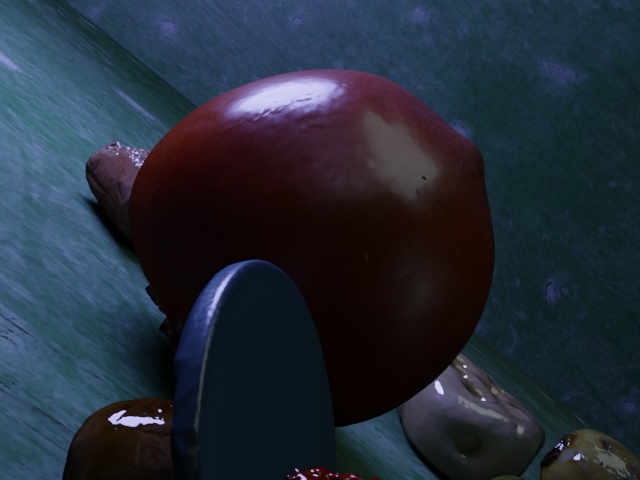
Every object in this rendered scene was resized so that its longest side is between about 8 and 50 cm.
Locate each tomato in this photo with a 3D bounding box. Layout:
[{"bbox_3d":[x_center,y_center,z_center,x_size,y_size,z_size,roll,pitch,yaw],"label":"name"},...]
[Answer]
[{"bbox_3d":[0.000,0.000,0.735,0.321,0.321,0.321,39,7,-6],"label":"tomato"}]

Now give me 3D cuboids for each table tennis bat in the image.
[{"bbox_3d":[-0.036,0.130,0.434,0.329,0.044,0.215,-56,136,-72],"label":"table tennis bat"}]

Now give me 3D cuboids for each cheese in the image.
[{"bbox_3d":[0.185,0.228,1.075,0.235,0.117,0.218,31,10,-46],"label":"cheese"}]

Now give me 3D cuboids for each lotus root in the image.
[{"bbox_3d":[0.457,0.406,1.260,0.278,0.154,0.154,44,7,3],"label":"lotus root"}]

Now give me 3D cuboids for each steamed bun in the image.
[{"bbox_3d":[-0.174,-0.045,0.949,0.175,0.106,0.145,29,13,-45],"label":"steamed bun"}]

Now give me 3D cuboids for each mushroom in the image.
[{"bbox_3d":[-0.089,0.126,0.468,0.088,0.072,0.129,30,5,15],"label":"mushroom"}]

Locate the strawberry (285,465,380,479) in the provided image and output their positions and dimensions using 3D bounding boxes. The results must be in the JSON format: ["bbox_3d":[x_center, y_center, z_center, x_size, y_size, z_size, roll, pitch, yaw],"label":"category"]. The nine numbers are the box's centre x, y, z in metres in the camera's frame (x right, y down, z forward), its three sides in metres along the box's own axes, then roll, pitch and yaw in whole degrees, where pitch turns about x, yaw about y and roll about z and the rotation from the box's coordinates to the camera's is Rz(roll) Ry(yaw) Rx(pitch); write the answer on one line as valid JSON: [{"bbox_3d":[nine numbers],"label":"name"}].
[{"bbox_3d":[0.046,0.188,0.400,0.236,0.107,0.175,16,57,-81],"label":"strawberry"}]

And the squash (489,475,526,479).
[{"bbox_3d":[0.174,0.282,0.814,0.094,0.094,0.341,43,5,23],"label":"squash"}]
